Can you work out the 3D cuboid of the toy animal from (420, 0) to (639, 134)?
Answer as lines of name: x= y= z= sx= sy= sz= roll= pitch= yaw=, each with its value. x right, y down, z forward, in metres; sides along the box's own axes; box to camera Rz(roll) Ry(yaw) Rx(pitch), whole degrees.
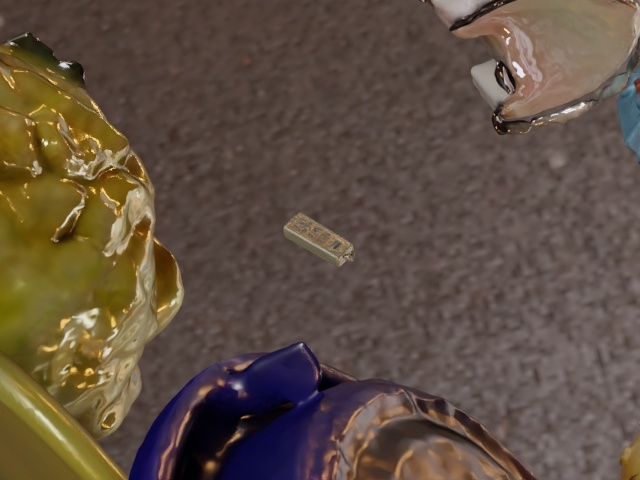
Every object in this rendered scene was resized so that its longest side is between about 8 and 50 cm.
toy animal: x=0.070 y=-0.106 z=0.627 sx=0.071 sy=0.085 sz=0.124 roll=35 pitch=36 yaw=-35

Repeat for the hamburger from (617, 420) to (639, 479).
hamburger: x=0.260 y=0.196 z=0.947 sx=0.300 sy=0.176 sz=0.300 roll=54 pitch=16 yaw=-24

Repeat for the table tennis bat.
table tennis bat: x=-0.090 y=0.180 z=1.005 sx=0.054 sy=0.224 sz=0.368 roll=-42 pitch=119 yaw=-19

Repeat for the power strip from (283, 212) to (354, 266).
power strip: x=0.000 y=0.000 z=1.897 sx=0.027 sy=0.083 sz=0.017 roll=-46 pitch=150 yaw=-27

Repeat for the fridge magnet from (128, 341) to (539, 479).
fridge magnet: x=0.030 y=0.159 z=0.752 sx=0.265 sy=0.113 sz=0.265 roll=37 pitch=34 yaw=-31

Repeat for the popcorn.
popcorn: x=-0.216 y=0.006 z=1.118 sx=0.286 sy=0.252 sz=0.215 roll=46 pitch=44 yaw=-22

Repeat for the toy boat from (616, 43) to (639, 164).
toy boat: x=0.220 y=-0.103 z=1.147 sx=0.098 sy=0.109 sz=0.238 roll=23 pitch=31 yaw=-12
